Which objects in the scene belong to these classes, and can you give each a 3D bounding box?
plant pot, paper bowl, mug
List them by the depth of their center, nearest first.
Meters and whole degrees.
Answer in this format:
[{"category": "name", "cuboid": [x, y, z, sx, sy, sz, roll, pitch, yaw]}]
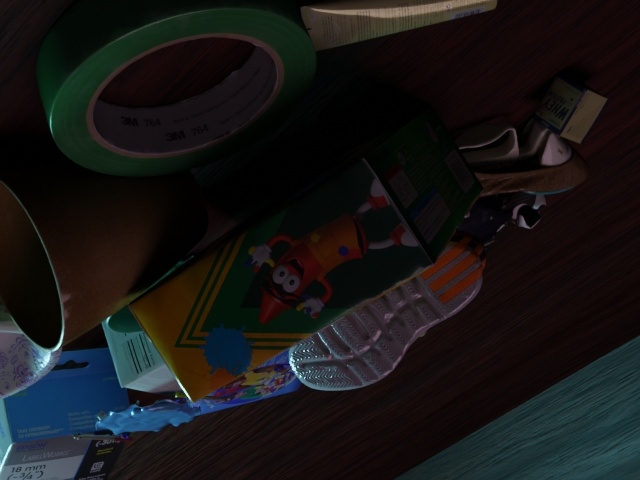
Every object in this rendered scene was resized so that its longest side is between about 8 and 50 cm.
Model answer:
[{"category": "plant pot", "cuboid": [-0.284, -0.014, 1.497, 0.254, 0.237, 0.237, -25, 161, -33]}, {"category": "paper bowl", "cuboid": [-0.525, 0.128, 1.642, 0.284, 0.148, 0.284, -18, 156, -8]}, {"category": "mug", "cuboid": [-0.272, 0.073, 1.795, 0.158, 0.097, 0.129, 3, 146, -44]}]

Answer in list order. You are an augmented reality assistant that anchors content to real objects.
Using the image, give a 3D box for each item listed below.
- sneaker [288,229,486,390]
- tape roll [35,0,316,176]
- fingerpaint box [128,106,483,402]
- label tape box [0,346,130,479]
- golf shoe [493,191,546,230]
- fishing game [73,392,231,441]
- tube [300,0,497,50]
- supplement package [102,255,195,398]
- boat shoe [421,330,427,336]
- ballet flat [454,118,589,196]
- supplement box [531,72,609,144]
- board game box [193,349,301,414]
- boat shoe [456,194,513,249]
[{"category": "sneaker", "cuboid": [0.108, 0.097, 1.641, 0.321, 0.124, 0.180, -32, -177, 17]}, {"category": "tape roll", "cuboid": [-0.167, -0.194, 1.352, 0.321, 0.077, 0.321, -18, 156, -8]}, {"category": "fingerpaint box", "cuboid": [0.000, 0.000, 1.571, 0.371, 0.163, 0.445, -31, -176, 22]}, {"category": "label tape box", "cuboid": [-0.480, 0.348, 2.096, 0.241, 0.106, 0.333, -3, 136, -37]}, {"category": "golf shoe", "cuboid": [0.340, -0.049, 2.051, 0.077, 0.094, 0.198, -13, 156, -21]}, {"category": "fishing game", "cuboid": [-0.303, 0.301, 2.006, 0.264, 0.041, 0.189, -27, 155, 34]}, {"category": "tube", "cuboid": [0.094, -0.287, 1.406, 0.240, 0.062, 0.070, -15, 112, -2]}, {"category": "supplement package", "cuboid": [-0.221, 0.151, 1.936, 0.203, 0.149, 0.194, -30, 156, 18]}, {"category": "boat shoe", "cuboid": [0.154, 0.059, 1.845, 0.103, 0.092, 0.285, 16, 152, 10]}, {"category": "ballet flat", "cuboid": [0.305, -0.138, 1.848, 0.342, 0.116, 0.124, -6, 133, -22]}, {"category": "supplement box", "cuboid": [0.386, -0.203, 1.774, 0.083, 0.056, 0.083, 9, 115, -49]}, {"category": "board game box", "cuboid": [-0.128, 0.220, 2.243, 0.233, 0.078, 0.347, -12, 154, -21]}, {"category": "boat shoe", "cuboid": [0.177, -0.032, 1.949, 0.340, 0.127, 0.158, 0, 136, -44]}]
